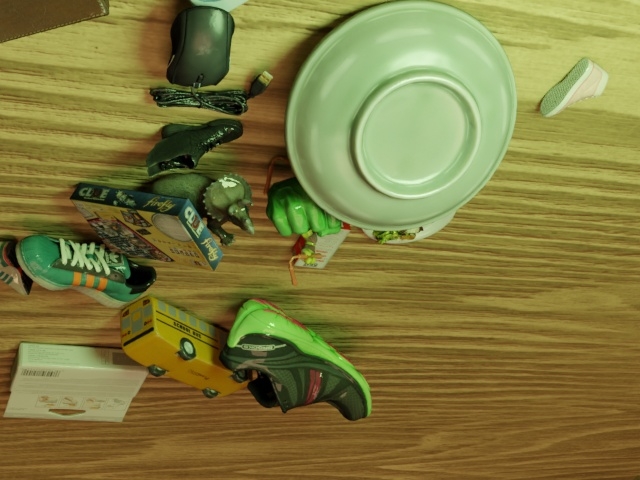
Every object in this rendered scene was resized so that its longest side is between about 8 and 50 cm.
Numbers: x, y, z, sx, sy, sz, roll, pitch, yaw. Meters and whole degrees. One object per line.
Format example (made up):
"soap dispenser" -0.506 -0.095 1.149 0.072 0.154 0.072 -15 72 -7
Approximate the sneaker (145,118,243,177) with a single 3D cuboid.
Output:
"sneaker" -0.214 -0.157 1.661 0.170 0.089 0.051 -5 145 -8

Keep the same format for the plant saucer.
"plant saucer" 0.146 -0.181 1.568 0.401 0.100 0.400 -6 118 -12

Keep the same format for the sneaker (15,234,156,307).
"sneaker" -0.446 0.042 1.882 0.121 0.108 0.302 -28 150 23

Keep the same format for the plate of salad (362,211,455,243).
"plate of salad" 0.181 -0.044 1.970 0.200 0.048 0.199 -7 145 -5

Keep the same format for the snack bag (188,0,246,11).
"snack bag" -0.120 -0.466 1.287 0.323 0.037 0.342 -25 144 19

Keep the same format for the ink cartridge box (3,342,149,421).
"ink cartridge box" -0.585 0.341 2.302 0.296 0.066 0.261 7 142 -24

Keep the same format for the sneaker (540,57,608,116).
"sneaker" 0.457 -0.261 1.726 0.070 0.051 0.134 18 133 -27

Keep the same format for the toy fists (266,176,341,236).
"toy fists" 0.041 -0.068 1.732 0.279 0.142 0.096 -9 105 -10

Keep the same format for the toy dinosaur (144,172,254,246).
"toy dinosaur" -0.232 -0.076 1.774 0.314 0.121 0.160 14 149 21

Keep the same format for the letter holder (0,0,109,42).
"letter holder" -0.450 -0.375 1.230 0.302 0.152 0.214 -14 144 4

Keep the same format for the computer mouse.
"computer mouse" -0.156 -0.262 1.517 0.184 0.060 0.262 2 154 -20

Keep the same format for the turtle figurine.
"turtle figurine" 0.003 -0.053 1.858 0.218 0.087 0.269 -12 114 -8

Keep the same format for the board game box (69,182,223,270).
"board game box" -0.313 -0.025 1.750 0.243 0.042 0.165 10 147 27

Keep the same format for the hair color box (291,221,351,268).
"hair color box" 0.000 0.000 1.988 0.072 0.043 0.141 8 141 -25

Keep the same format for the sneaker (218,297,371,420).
"sneaker" -0.060 0.307 2.252 0.202 0.185 0.483 -52 128 -2

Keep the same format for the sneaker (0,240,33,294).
"sneaker" -0.615 0.051 1.897 0.075 0.057 0.161 5 148 7

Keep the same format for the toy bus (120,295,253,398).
"toy bus" -0.297 0.249 2.190 0.108 0.130 0.333 -30 142 24
